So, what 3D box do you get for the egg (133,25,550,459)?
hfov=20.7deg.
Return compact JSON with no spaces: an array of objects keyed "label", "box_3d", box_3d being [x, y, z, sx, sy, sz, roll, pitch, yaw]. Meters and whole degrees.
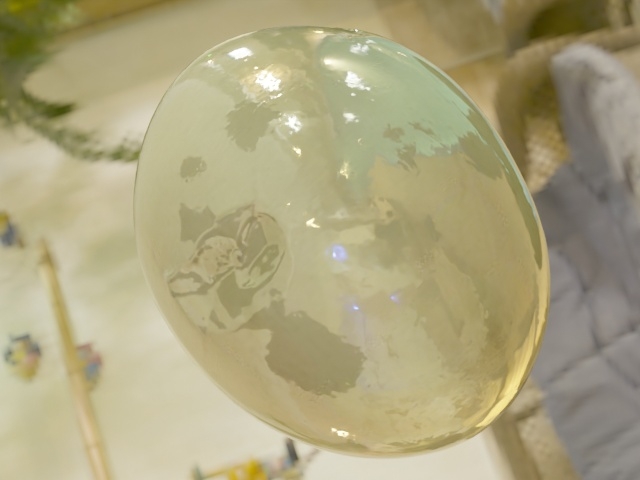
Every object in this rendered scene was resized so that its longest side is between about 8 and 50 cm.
[{"label":"egg","box_3d":[0.010,-0.001,0.990,0.269,0.219,0.219,44,169,13]}]
